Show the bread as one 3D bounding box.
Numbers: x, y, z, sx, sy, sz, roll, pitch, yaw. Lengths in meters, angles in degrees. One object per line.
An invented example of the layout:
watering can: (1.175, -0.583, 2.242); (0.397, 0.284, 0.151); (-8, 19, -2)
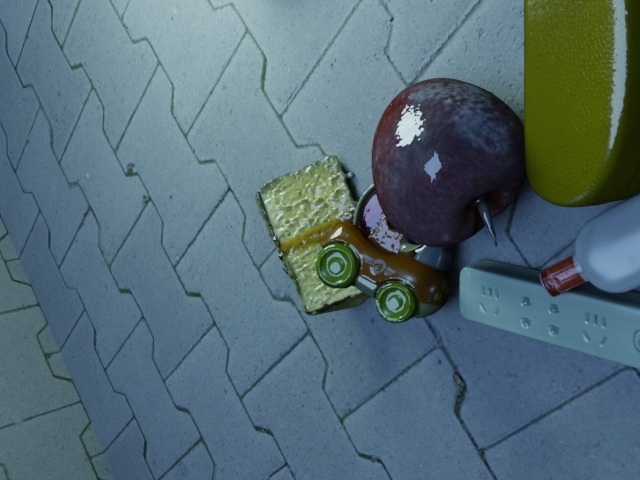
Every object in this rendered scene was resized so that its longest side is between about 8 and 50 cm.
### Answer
bread: (0.000, 0.000, 1.440); (0.142, 0.178, 0.266); (108, 141, -73)

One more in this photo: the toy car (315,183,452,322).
toy car: (0.126, 0.006, 1.276); (0.235, 0.145, 0.235); (-1, 88, 21)

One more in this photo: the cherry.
cherry: (0.183, -0.109, 1.124); (0.236, 0.213, 0.285); (-36, 59, 22)

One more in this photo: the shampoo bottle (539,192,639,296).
shampoo bottle: (0.389, 0.011, 1.014); (0.221, 0.051, 0.108); (-32, 72, 32)

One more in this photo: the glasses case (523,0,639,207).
glasses case: (0.353, -0.228, 0.961); (0.173, 0.141, 0.371); (16, 112, 60)

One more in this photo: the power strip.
power strip: (0.364, 0.106, 1.096); (0.385, 0.062, 0.091); (14, 112, 46)
